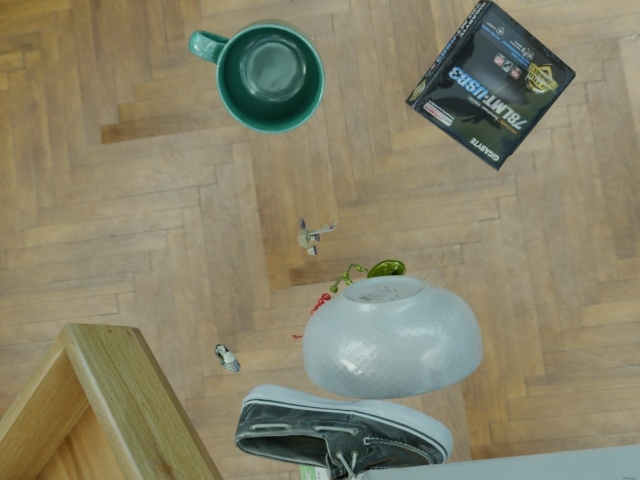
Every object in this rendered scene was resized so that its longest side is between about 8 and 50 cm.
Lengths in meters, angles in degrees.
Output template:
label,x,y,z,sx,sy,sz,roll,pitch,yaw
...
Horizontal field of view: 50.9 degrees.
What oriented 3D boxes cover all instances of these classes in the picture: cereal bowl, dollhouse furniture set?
label,x,y,z,sx,sy,sz,roll,pitch,yaw
cereal bowl,0.127,0.154,1.245,0.339,0.339,0.141,-6,104,6
dollhouse furniture set,0.000,0.000,1.489,0.081,0.114,0.090,-10,108,8

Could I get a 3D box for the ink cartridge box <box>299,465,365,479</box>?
label,x,y,z,sx,sy,sz,roll,pitch,yaw
ink cartridge box,0.108,0.560,1.387,0.119,0.354,0.207,-11,94,-35

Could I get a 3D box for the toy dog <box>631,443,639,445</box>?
label,x,y,z,sx,sy,sz,roll,pitch,yaw
toy dog,0.370,0.393,0.935,0.220,0.333,0.161,30,58,-3

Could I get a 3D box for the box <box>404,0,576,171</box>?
label,x,y,z,sx,sy,sz,roll,pitch,yaw
box,0.402,-0.361,1.595,0.296,0.073,0.293,32,104,-22

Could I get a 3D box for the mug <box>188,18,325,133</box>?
label,x,y,z,sx,sy,sz,roll,pitch,yaw
mug,-0.067,-0.218,0.830,0.130,0.097,0.157,-30,111,12

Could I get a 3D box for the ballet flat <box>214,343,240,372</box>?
label,x,y,z,sx,sy,sz,roll,pitch,yaw
ballet flat,-0.241,0.296,1.714,0.114,0.041,0.041,30,88,51

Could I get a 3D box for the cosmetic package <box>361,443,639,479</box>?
label,x,y,z,sx,sy,sz,roll,pitch,yaw
cosmetic package,0.246,0.412,0.574,0.394,0.329,0.327,1,113,-17

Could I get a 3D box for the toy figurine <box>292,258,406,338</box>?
label,x,y,z,sx,sy,sz,roll,pitch,yaw
toy figurine,0.111,0.226,1.671,0.191,0.362,0.217,-8,114,31

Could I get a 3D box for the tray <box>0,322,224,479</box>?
label,x,y,z,sx,sy,sz,roll,pitch,yaw
tray,-0.109,0.271,0.431,0.202,0.076,0.411,-52,57,18

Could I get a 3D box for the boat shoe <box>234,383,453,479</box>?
label,x,y,z,sx,sy,sz,roll,pitch,yaw
boat shoe,0.030,0.316,1.032,0.336,0.119,0.121,6,129,13
